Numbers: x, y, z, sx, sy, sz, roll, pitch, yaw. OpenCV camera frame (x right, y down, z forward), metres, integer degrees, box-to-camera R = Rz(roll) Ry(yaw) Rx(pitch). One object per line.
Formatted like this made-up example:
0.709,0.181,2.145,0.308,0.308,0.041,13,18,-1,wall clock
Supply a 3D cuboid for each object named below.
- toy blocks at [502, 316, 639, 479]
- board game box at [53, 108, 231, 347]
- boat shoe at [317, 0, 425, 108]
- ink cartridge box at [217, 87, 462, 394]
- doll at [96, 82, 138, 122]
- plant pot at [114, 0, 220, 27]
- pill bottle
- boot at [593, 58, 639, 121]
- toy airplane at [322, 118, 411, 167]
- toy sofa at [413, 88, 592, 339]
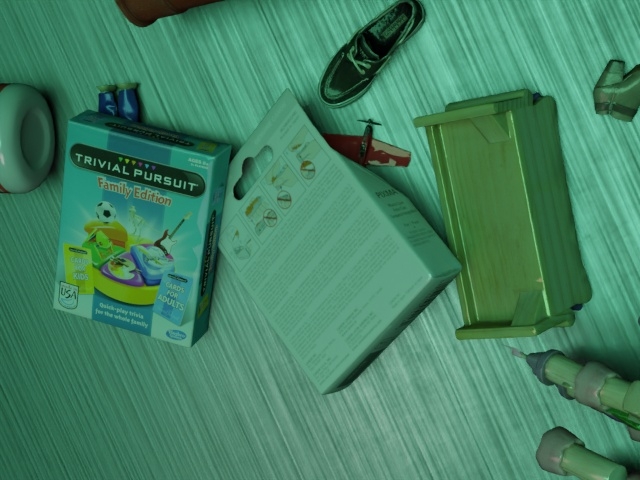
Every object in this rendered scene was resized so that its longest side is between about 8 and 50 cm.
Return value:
0.446,0.225,1.838,0.260,0.288,0.309,22,82,51,toy blocks
-0.295,-0.018,2.047,0.254,0.079,0.336,14,113,12,board game box
0.070,-0.291,1.940,0.078,0.070,0.219,44,107,5,boat shoe
0.000,0.000,1.972,0.385,0.091,0.308,54,127,19,ink cartridge box
-0.322,-0.164,2.080,0.129,0.046,0.189,-3,98,17,doll
-0.161,-0.467,1.871,0.265,0.272,0.272,-4,98,15,plant pot
-0.619,-0.169,2.089,0.323,0.181,0.181,1,99,15,pill bottle
0.465,-0.218,1.863,0.118,0.042,0.087,12,108,14,boot
0.062,-0.119,1.991,0.151,0.028,0.151,2,99,14,toy airplane
0.277,-0.038,1.901,0.150,0.177,0.362,-7,98,41,toy sofa
